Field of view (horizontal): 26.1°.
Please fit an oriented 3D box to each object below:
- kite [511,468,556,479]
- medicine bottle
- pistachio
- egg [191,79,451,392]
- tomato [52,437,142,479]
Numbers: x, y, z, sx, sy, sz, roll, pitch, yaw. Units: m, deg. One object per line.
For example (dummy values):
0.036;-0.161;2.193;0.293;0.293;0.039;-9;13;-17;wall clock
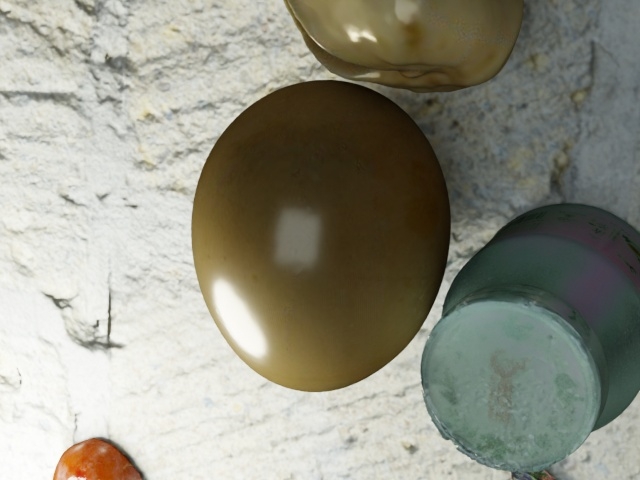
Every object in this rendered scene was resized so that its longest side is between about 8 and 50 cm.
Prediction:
0.278;0.351;1.768;0.189;0.009;0.232;1;108;25;kite
0.247;0.111;1.536;0.245;0.290;0.245;8;111;22;medicine bottle
0.076;-0.289;1.517;0.321;0.229;0.238;40;79;13;pistachio
0.000;0.000;1.600;0.301;0.301;0.374;9;111;21;egg
-0.336;0.372;2.012;0.155;0.069;0.156;8;111;22;tomato
